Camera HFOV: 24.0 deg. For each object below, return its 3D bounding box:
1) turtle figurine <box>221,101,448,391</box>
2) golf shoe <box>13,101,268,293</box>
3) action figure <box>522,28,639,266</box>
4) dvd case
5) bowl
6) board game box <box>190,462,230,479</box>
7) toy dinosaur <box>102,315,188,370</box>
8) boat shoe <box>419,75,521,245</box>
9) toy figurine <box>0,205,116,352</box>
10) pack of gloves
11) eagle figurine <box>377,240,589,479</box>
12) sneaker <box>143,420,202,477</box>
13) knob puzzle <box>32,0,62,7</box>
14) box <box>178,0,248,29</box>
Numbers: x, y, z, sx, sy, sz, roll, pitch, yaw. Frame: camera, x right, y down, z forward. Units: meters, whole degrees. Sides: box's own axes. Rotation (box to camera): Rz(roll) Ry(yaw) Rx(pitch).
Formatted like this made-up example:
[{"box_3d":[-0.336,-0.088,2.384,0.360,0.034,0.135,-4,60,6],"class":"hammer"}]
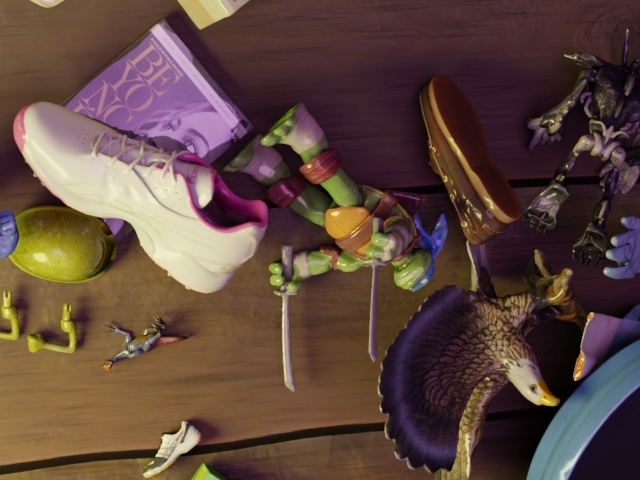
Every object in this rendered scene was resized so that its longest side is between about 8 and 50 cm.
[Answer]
[{"box_3d":[0.000,0.000,1.708,0.275,0.198,0.266,-44,99,-7],"class":"turtle figurine"},{"box_3d":[-0.190,-0.071,1.663,0.306,0.115,0.140,35,132,-19],"class":"golf shoe"},{"box_3d":[0.325,-0.115,1.793,0.164,0.141,0.275,29,64,-5],"class":"action figure"},{"box_3d":[-0.213,-0.123,1.739,0.221,0.018,0.164,-41,103,-4],"class":"dvd case"},{"box_3d":[0.410,0.274,1.808,0.391,0.077,0.391,-15,123,-25],"class":"bowl"},{"box_3d":[-0.145,0.455,1.809,0.213,0.046,0.317,36,89,-16],"class":"board game box"},{"box_3d":[-0.213,0.129,1.761,0.090,0.047,0.082,35,108,-24],"class":"toy dinosaur"},{"box_3d":[0.160,-0.093,1.765,0.073,0.073,0.207,2,59,-43],"class":"boat shoe"},{"box_3d":[-0.405,0.028,1.615,0.362,0.217,0.191,16,94,-12],"class":"toy figurine"},{"box_3d":[0.379,0.067,1.788,0.046,0.232,0.195,18,100,26],"class":"pack of gloves"},{"box_3d":[0.185,0.149,1.747,0.298,0.225,0.226,-41,102,-4],"class":"eagle figurine"},{"box_3d":[-0.182,0.247,1.789,0.083,0.032,0.037,-39,89,-9],"class":"sneaker"},{"box_3d":[-0.310,-0.359,1.683,0.213,0.030,0.213,-2,97,-12],"class":"knob puzzle"},{"box_3d":[-0.158,-0.402,1.650,0.148,0.121,0.311,-39,103,-17],"class":"box"}]
